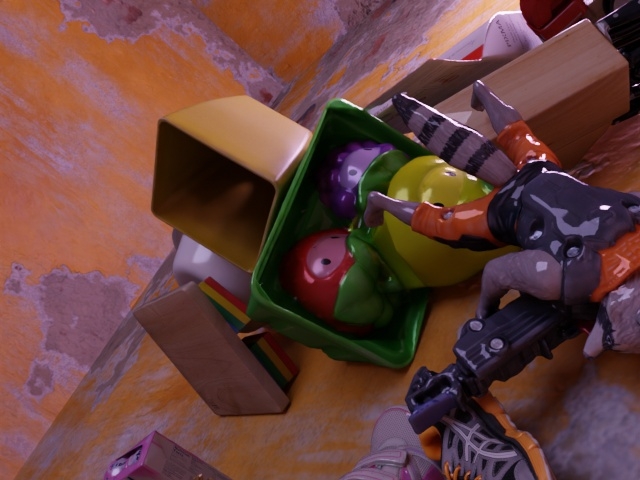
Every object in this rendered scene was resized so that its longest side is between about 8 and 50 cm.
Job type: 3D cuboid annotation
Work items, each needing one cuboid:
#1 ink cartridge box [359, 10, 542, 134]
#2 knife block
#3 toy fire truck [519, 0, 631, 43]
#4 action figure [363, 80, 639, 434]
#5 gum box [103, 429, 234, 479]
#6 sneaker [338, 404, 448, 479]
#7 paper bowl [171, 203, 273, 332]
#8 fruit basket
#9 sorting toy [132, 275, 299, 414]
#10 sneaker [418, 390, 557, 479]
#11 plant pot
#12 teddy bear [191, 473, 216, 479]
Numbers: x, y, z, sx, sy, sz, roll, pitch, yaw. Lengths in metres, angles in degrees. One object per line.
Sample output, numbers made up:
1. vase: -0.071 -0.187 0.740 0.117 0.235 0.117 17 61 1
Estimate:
1. ink cartridge box: 0.180 -0.278 1.132 0.385 0.091 0.308 -18 -7 -43
2. knife block: 0.300 -0.196 0.763 0.242 0.275 0.088 -63 40 44
3. toy fire truck: 0.392 -0.429 0.988 0.217 0.246 0.158 -43 19 20
4. action figure: 0.170 0.006 0.602 0.341 0.178 0.330 -39 48 -12
5. gum box: -0.211 0.362 0.932 0.107 0.188 0.062 -40 21 26
6. sneaker: 0.065 0.253 0.630 0.103 0.111 0.252 -40 21 27
7. paper bowl: -0.165 0.063 1.230 0.148 0.284 0.284 -50 17 -27
8. fruit basket: 0.091 -0.023 0.899 0.392 0.283 0.392 -56 14 22
9. sorting toy: -0.179 0.179 1.136 0.089 0.255 0.257 -44 12 -34
10. sneaker: 0.149 0.202 0.558 0.083 0.084 0.215 -25 8 -3
11. plant pot: -0.129 -0.113 1.061 0.187 0.212 0.212 -51 -13 -43
12. teddy bear: -0.163 0.469 0.784 0.245 0.113 0.338 -38 28 51
